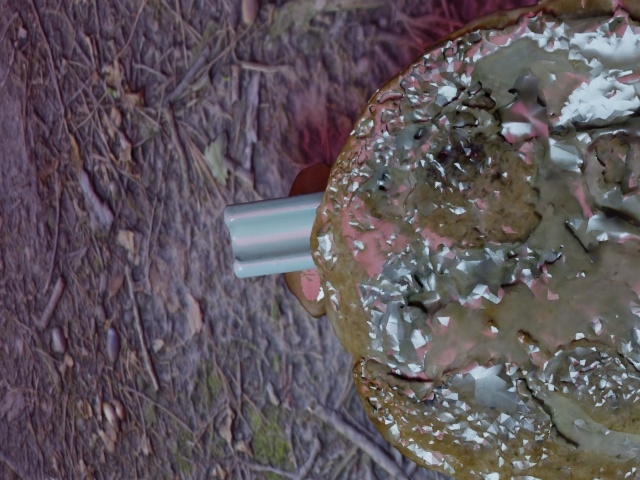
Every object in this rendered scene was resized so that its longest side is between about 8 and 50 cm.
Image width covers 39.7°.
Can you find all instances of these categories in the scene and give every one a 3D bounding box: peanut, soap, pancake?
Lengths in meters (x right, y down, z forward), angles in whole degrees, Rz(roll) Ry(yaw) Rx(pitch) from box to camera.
[{"bbox_3d":[0.000,0.000,0.869,0.076,0.076,0.152,2,93,43],"label":"peanut"},{"bbox_3d":[0.032,-0.016,0.758,0.198,0.119,0.067,-8,91,18],"label":"soap"},{"bbox_3d":[0.182,0.014,0.622,0.386,0.082,0.387,3,101,16],"label":"pancake"}]
